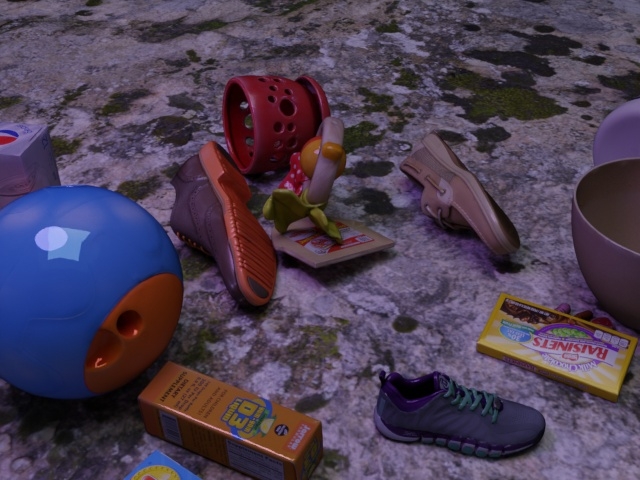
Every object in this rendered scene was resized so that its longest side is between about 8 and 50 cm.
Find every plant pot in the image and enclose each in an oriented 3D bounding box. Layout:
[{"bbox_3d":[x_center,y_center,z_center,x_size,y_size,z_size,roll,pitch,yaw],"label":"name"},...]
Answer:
[{"bbox_3d":[0.510,0.028,1.185,0.284,0.190,0.284,0,36,0],"label":"plant pot"},{"bbox_3d":[-0.085,-0.232,1.548,0.174,0.191,0.191,-9,37,-26],"label":"plant pot"}]

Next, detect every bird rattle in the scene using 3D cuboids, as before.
[{"bbox_3d":[0.004,-0.114,1.356,0.143,0.206,0.253,21,32,-2],"label":"bird rattle"}]

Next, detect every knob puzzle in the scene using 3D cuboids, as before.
[{"bbox_3d":[0.000,0.000,1.356,0.213,0.029,0.213,2,23,-1],"label":"knob puzzle"}]

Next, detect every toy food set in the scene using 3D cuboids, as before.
[{"bbox_3d":[0.392,0.125,1.198,0.122,0.019,0.078,6,37,8],"label":"toy food set"}]

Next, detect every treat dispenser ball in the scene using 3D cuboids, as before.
[{"bbox_3d":[-0.329,0.068,1.056,0.289,0.288,0.288,0,37,0],"label":"treat dispenser ball"}]

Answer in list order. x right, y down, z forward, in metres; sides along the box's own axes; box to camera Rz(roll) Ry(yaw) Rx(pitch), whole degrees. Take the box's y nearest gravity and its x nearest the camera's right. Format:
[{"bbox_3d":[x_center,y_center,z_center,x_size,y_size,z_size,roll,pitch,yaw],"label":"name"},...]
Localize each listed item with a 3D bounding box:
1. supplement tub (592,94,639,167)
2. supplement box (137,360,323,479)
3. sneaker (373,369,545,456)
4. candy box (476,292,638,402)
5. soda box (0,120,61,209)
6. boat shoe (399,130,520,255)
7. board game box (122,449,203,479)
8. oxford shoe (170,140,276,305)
[{"bbox_3d":[0.681,-0.192,1.447,0.316,0.228,0.228,-28,45,-32],"label":"supplement tub"},{"bbox_3d":[-0.115,0.237,1.006,0.234,0.080,0.078,18,43,19],"label":"supplement box"},{"bbox_3d":[0.181,0.216,1.012,0.224,0.098,0.083,2,37,4],"label":"sneaker"},{"bbox_3d":[0.342,0.152,1.141,0.206,0.027,0.105,19,56,24],"label":"candy box"},{"bbox_3d":[-0.449,-0.035,1.197,0.098,0.286,0.091,7,37,7],"label":"soda box"},{"bbox_3d":[0.241,-0.068,1.398,0.110,0.122,0.341,-39,35,11],"label":"boat shoe"},{"bbox_3d":[-0.158,0.402,0.778,0.302,0.086,0.308,23,43,27],"label":"board game box"},{"bbox_3d":[-0.173,-0.012,1.335,0.133,0.130,0.363,-33,45,11],"label":"oxford shoe"}]
